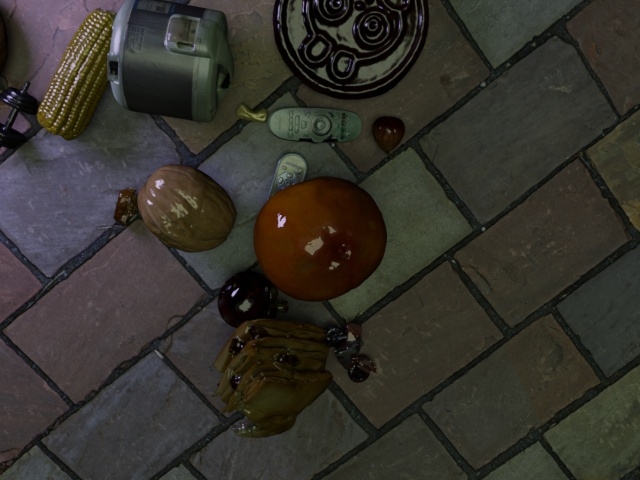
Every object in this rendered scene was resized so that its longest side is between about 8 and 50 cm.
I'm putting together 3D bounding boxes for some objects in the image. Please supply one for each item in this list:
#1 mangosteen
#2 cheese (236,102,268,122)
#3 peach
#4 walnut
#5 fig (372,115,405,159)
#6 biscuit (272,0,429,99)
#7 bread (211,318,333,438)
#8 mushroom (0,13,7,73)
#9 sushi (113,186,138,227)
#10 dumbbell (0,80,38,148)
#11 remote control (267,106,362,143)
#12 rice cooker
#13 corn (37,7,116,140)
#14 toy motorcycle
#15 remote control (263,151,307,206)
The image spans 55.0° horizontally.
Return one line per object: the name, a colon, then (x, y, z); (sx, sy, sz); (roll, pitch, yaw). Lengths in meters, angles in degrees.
mangosteen: (-0.198, 0.176, 1.708); (0.172, 0.172, 0.184); (-29, 123, 3)
cheese: (-0.181, -0.341, 1.645); (0.083, 0.030, 0.044); (9, 109, 0)
peach: (0.000, 0.000, 1.578); (0.342, 0.301, 0.343); (-9, 113, -23)
walnut: (-0.346, -0.080, 1.609); (0.261, 0.225, 0.225); (40, 98, -24)
fig: (0.182, -0.272, 1.668); (0.088, 0.089, 0.125); (-1, 122, -4)
biscuit: (0.080, -0.566, 1.579); (0.407, 0.091, 0.408); (-1, 105, -4)
bread: (-0.137, 0.403, 1.683); (0.314, 0.191, 0.370); (9, 117, -39)
mushroom: (-0.914, -0.499, 1.491); (0.278, 0.163, 0.297); (-6, 105, -3)
sushi: (-0.526, -0.093, 1.673); (0.060, 0.061, 0.118); (14, 123, -16)
dumbbell: (-0.792, -0.313, 1.577); (0.099, 0.099, 0.209); (28, 99, -10)
remote control: (-0.015, -0.311, 1.658); (0.256, 0.045, 0.097); (4, 105, -8)
rice cooker: (-0.348, -0.436, 1.487); (0.276, 0.288, 0.288); (8, 103, -4)
corn: (-0.597, -0.420, 1.551); (0.131, 0.131, 0.345); (27, 98, -10)
toy motorcycle: (0.099, 0.322, 1.800); (0.118, 0.084, 0.212); (-32, 111, 3)
remote control: (-0.103, -0.125, 1.696); (0.087, 0.047, 0.244); (17, 101, -11)
